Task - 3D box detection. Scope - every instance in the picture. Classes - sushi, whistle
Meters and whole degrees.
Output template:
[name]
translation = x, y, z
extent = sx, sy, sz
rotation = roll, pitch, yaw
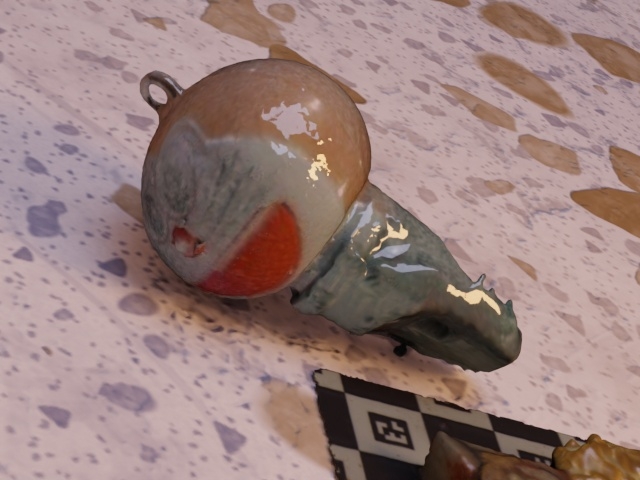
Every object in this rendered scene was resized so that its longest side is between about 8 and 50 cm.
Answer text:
[sushi]
translation = 0.185, 0.213, 0.949
extent = 0.343, 0.064, 0.359
rotation = 17, 30, -20
[whistle]
translation = 0.000, 0.000, 1.059
extent = 0.348, 0.189, 0.189
rotation = 39, 27, -8
